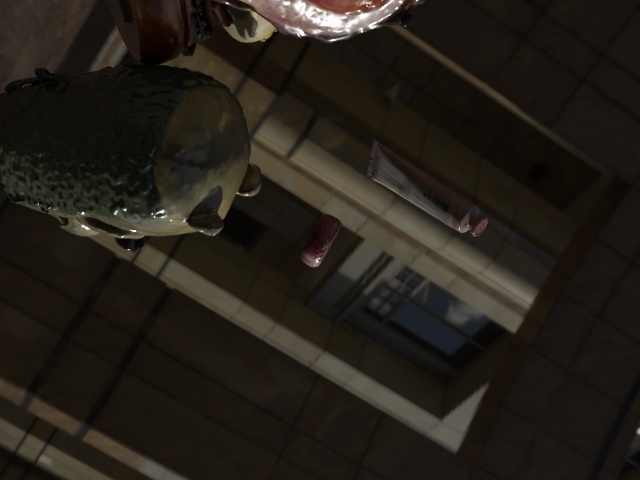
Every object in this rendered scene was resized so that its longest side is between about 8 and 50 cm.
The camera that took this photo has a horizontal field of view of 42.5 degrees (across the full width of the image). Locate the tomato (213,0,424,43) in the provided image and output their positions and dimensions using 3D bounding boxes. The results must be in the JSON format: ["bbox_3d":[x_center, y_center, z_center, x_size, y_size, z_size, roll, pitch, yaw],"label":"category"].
[{"bbox_3d":[-0.014,-0.248,0.563,0.199,0.228,0.112,-37,-139,52],"label":"tomato"}]

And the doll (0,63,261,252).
[{"bbox_3d":[-0.251,-0.101,1.027,0.247,0.350,0.247,9,90,-69],"label":"doll"}]

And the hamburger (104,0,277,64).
[{"bbox_3d":[-0.160,-0.360,0.998,0.225,0.290,0.291,-22,-179,-15],"label":"hamburger"}]

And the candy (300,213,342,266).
[{"bbox_3d":[0.000,0.000,1.517,0.103,0.043,0.103,-62,179,-2],"label":"candy"}]

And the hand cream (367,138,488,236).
[{"bbox_3d":[0.147,-0.070,1.173,0.043,0.210,0.067,-29,142,-35],"label":"hand cream"}]
